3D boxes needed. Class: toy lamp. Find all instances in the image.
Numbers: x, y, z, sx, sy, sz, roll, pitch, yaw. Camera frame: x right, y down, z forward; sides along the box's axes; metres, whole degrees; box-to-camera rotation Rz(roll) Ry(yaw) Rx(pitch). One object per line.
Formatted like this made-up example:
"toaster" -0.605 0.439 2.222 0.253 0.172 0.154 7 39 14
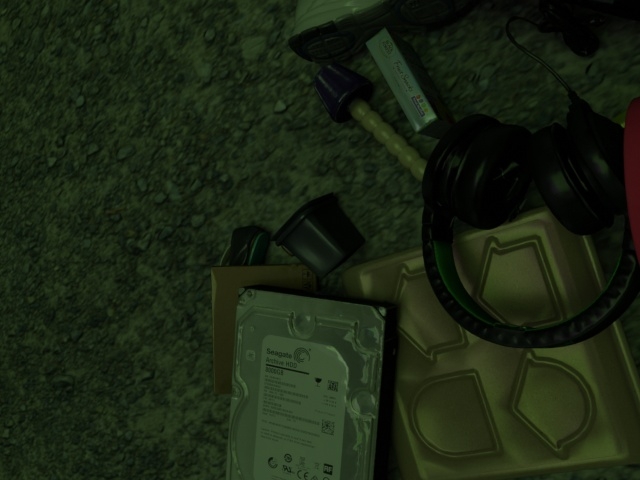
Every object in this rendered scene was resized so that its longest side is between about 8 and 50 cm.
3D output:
"toy lamp" 0.096 -0.147 0.836 0.274 0.080 0.080 45 111 16

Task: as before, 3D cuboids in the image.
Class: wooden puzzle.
"wooden puzzle" 0.220 0.147 0.795 0.348 0.081 0.321 -20 84 31

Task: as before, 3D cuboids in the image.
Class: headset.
"headset" 0.253 -0.076 0.680 0.244 0.185 0.393 4 88 42

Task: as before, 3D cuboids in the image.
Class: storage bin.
"storage bin" 0.000 0.000 0.869 0.091 0.135 0.098 47 112 6

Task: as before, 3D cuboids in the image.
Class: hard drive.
"hard drive" -0.018 0.242 0.844 0.237 0.064 0.338 6 92 26

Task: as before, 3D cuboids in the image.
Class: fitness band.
"fitness band" 0.365 -0.031 0.590 0.054 0.291 0.208 -8 74 41

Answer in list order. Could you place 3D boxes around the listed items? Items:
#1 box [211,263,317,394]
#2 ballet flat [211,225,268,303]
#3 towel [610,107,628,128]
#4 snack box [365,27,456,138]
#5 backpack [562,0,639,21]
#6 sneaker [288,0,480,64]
"box" -0.086 0.137 0.931 0.165 0.021 0.201 -1 94 -5
"ballet flat" -0.138 0.072 0.974 0.074 0.074 0.203 15 94 26
"towel" 0.438 -0.150 0.694 0.237 0.021 0.102 -38 71 25
"snack box" 0.125 -0.208 0.803 0.037 0.100 0.141 -32 78 25
"backpack" 0.201 -0.389 0.631 0.356 0.273 0.290 9 60 29
"sneaker" 0.086 -0.347 0.815 0.297 0.111 0.129 -9 72 22
